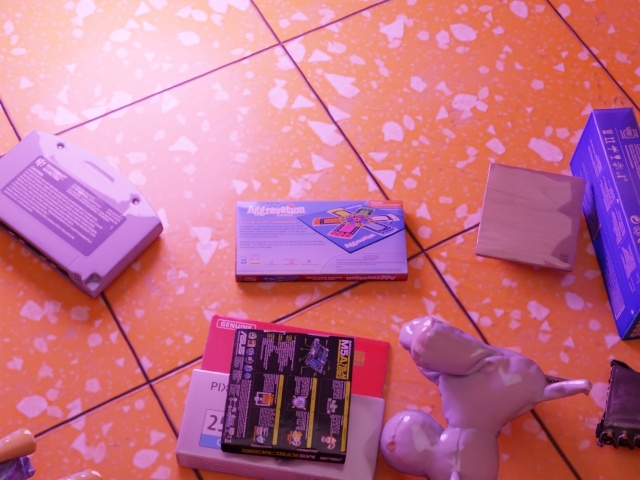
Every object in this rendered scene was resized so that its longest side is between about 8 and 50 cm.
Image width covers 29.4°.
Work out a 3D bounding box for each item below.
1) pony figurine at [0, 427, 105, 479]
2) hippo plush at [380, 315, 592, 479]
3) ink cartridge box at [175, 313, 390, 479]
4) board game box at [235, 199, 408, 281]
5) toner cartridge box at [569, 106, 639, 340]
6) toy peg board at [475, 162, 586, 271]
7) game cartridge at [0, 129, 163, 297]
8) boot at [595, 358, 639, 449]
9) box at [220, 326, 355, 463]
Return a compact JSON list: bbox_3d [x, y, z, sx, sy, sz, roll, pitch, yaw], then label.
[{"bbox_3d":[-0.522,0.368,1.629,0.363,0.302,0.351,-16,24,-41],"label":"pony figurine"},{"bbox_3d":[0.220,0.266,1.802,0.294,0.234,0.236,22,86,15],"label":"hippo plush"},{"bbox_3d":[-0.050,0.235,1.854,0.296,0.066,0.261,9,61,2],"label":"ink cartridge box"},{"bbox_3d":[0.000,0.000,2.017,0.281,0.027,0.145,0,61,-3],"label":"board game box"},{"bbox_3d":[0.497,-0.030,1.979,0.075,0.165,0.347,-6,60,-6],"label":"toner cartridge box"},{"bbox_3d":[0.346,-0.030,2.035,0.161,0.079,0.160,10,75,4],"label":"toy peg board"},{"bbox_3d":[-0.414,-0.054,2.017,0.294,0.060,0.196,35,68,17],"label":"game cartridge"},{"bbox_3d":[0.529,0.311,1.835,0.229,0.091,0.263,6,55,7],"label":"boot"},{"bbox_3d":[-0.046,0.226,1.797,0.184,0.045,0.190,6,60,-2],"label":"box"}]
